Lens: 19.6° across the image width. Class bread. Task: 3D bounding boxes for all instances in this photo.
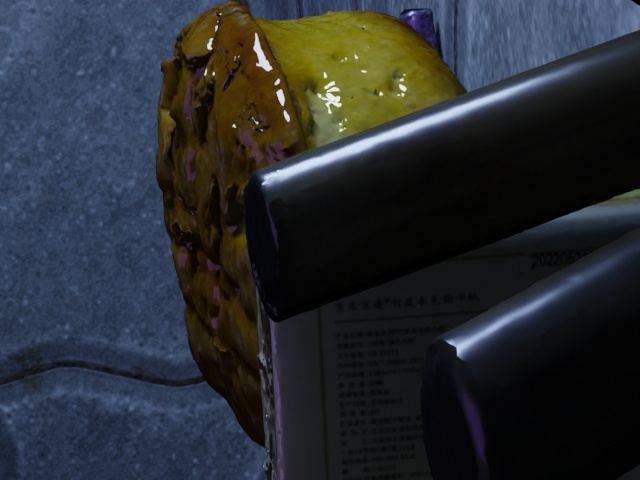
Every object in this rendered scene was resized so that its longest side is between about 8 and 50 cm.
[{"bbox_3d":[0.000,0.000,1.460,0.398,0.215,0.398,168,90,-74],"label":"bread"}]

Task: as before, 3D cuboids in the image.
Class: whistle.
[{"bbox_3d":[0.089,-0.106,1.537,0.033,0.033,0.176,179,85,-83],"label":"whistle"}]

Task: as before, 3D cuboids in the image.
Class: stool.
[{"bbox_3d":[0.096,-0.100,0.580,0.310,0.226,0.310,-139,41,-68],"label":"stool"}]

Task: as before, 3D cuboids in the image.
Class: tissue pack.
[{"bbox_3d":[0.087,0.054,0.865,0.125,0.234,0.159,-115,21,-75],"label":"tissue pack"}]

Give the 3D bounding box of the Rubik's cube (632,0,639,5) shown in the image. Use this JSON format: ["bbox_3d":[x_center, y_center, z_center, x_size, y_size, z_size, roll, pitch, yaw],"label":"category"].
[{"bbox_3d":[0.059,-0.267,0.827,0.284,0.234,0.250,92,170,-51],"label":"Rubik's cube"}]
